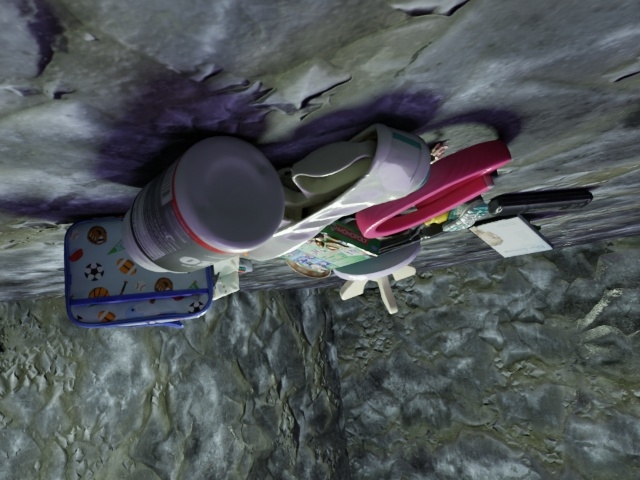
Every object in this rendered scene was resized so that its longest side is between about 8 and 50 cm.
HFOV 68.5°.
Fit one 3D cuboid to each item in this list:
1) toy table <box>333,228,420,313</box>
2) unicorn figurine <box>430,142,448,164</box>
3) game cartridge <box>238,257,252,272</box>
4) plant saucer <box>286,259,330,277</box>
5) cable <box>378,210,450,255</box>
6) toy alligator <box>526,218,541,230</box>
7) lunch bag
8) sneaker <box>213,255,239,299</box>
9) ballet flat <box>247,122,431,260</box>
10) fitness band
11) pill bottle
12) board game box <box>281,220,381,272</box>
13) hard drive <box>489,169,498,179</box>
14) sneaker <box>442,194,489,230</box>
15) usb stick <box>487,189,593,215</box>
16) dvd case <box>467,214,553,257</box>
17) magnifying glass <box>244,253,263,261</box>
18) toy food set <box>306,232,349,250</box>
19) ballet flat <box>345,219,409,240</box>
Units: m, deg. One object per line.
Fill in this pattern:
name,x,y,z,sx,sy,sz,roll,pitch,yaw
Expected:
toy table,0.176,0.083,1.446,0.274,0.252,0.161,-11,133,2
unicorn figurine,0.129,-0.115,0.791,0.161,0.060,0.111,-6,169,-1
game cartridge,-0.425,0.099,1.714,0.230,0.068,0.355,-6,172,20
plant saucer,-0.040,0.078,1.668,0.168,0.029,0.168,15,149,9
cable,0.261,-0.031,1.258,0.287,0.072,0.139,-20,170,20
toy alligator,0.652,-0.048,1.615,0.189,0.056,0.051,-4,128,30
lunch bag,-0.368,0.069,0.994,0.303,0.243,0.115,-3,170,-14
sneaker,-0.331,0.092,1.395,0.108,0.169,0.292,-9,169,26
ballet flat,-0.022,-0.079,0.750,0.400,0.139,0.139,-22,163,37
fitness band,0.195,-0.081,0.828,0.290,0.054,0.209,-31,167,37
pill bottle,-0.195,-0.037,0.726,0.161,0.161,0.283,1,168,-38
board game box,-0.014,0.011,1.254,0.213,0.046,0.317,24,159,-21
hard drive,0.277,-0.123,0.962,0.135,0.022,0.094,-4,170,-18
sneaker,0.335,-0.075,1.110,0.064,0.076,0.166,-5,160,-17
usb stick,0.582,-0.100,1.248,0.277,0.045,0.077,-5,164,-9
dvd case,0.639,-0.012,1.585,0.253,0.022,0.180,30,150,-33
magnifying glass,-0.217,0.031,1.435,0.092,0.026,0.231,39,169,-11
toy food set,0.000,0.000,1.121,0.122,0.019,0.078,17,162,-27
ballet flat,0.166,-0.034,1.299,0.086,0.086,0.248,-15,169,42
